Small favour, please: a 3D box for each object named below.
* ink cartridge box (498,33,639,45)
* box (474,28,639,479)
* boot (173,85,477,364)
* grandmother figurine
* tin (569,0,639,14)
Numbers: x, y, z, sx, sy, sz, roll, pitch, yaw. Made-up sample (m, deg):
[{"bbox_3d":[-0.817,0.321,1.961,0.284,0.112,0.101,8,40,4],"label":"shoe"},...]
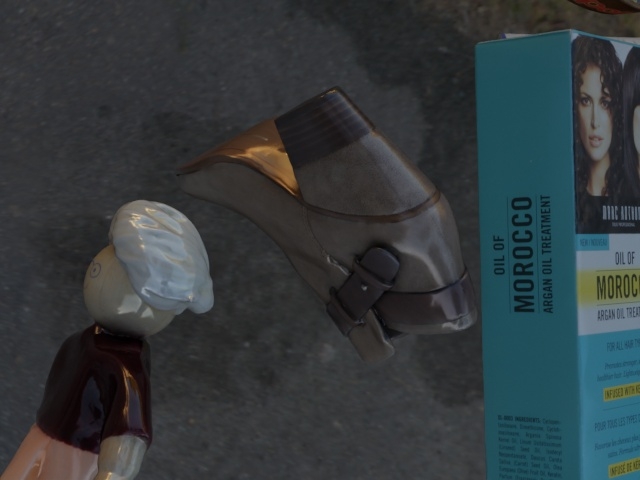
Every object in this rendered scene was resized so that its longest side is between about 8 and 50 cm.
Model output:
[{"bbox_3d":[0.347,-0.122,1.207,0.330,0.324,0.072,1,114,1],"label":"ink cartridge box"},{"bbox_3d":[0.136,0.018,0.672,0.100,0.060,0.244,-1,90,-48],"label":"box"},{"bbox_3d":[0.000,0.000,0.417,0.042,0.118,0.087,-34,99,-28],"label":"boot"},{"bbox_3d":[-0.169,0.134,0.872,0.104,0.207,0.343,26,84,-35],"label":"grandmother figurine"},{"bbox_3d":[0.119,-0.182,0.485,0.106,0.040,0.190,-1,94,-37],"label":"tin"}]
